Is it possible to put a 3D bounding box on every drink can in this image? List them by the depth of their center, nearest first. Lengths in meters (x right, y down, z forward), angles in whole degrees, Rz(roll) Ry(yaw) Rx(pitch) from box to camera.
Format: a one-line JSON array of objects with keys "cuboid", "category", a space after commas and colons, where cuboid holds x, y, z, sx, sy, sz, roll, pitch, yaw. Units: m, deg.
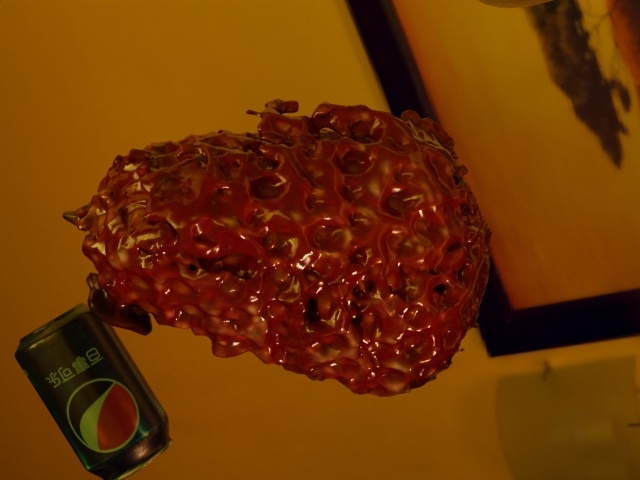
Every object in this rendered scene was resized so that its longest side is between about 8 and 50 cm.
[{"cuboid": [-0.267, 0.181, 1.212, 0.118, 0.118, 0.204, -36, -84, -48], "category": "drink can"}]

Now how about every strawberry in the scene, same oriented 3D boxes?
[{"cuboid": [0.000, 0.000, 0.414, 0.188, 0.082, 0.121, 4, -117, -38], "category": "strawberry"}]

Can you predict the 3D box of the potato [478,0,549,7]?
[{"cuboid": [0.163, -0.346, 0.848, 0.140, 0.173, 0.300, -81, -14, -57], "category": "potato"}]
